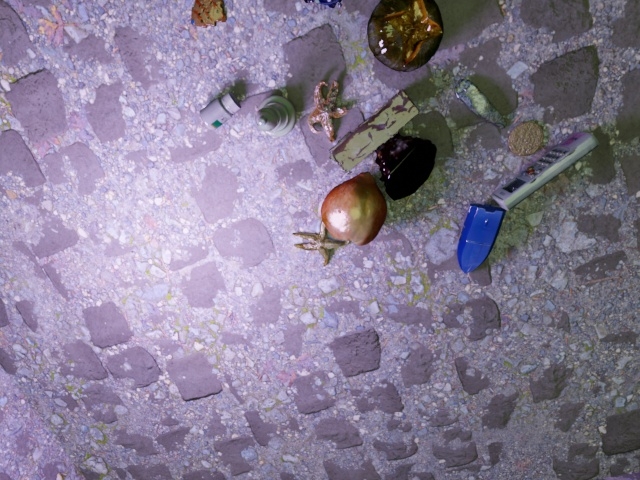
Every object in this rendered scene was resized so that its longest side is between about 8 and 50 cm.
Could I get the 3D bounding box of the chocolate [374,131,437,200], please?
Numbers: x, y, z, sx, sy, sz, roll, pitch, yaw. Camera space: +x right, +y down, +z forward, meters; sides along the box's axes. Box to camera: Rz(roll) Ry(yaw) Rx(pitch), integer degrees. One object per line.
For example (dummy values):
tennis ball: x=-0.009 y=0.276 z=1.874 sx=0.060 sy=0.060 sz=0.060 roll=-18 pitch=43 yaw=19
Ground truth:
chocolate: x=0.268 y=-0.281 z=1.402 sx=0.224 sy=0.206 sz=0.177 roll=-46 pitch=56 yaw=8

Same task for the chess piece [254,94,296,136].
chess piece: x=-0.162 y=-0.395 z=1.303 sx=0.138 sy=0.272 sz=0.139 roll=2 pitch=110 yaw=5

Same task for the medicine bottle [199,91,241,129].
medicine bottle: x=-0.346 y=-0.450 z=1.399 sx=0.130 sy=0.080 sz=0.080 roll=-30 pitch=105 yaw=14

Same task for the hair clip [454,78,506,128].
hair clip: x=0.542 y=-0.452 z=1.352 sx=0.229 sy=0.036 sz=0.066 roll=38 pitch=115 yaw=-9

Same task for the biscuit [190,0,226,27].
biscuit: x=-0.375 y=-0.752 z=1.325 sx=0.129 sy=0.019 sz=0.120 roll=-34 pitch=104 yaw=15

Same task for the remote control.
remote control: x=0.746 y=-0.234 z=1.358 sx=0.344 sy=0.145 sz=0.050 roll=-40 pitch=98 yaw=15

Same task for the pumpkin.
pumpkin: x=0.258 y=-0.645 z=1.241 sx=0.237 sy=0.159 sz=0.238 roll=-5 pitch=107 yaw=-17

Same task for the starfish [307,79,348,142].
starfish: x=0.025 y=-0.445 z=1.399 sx=0.150 sy=0.053 sz=0.210 roll=-3 pitch=114 yaw=19

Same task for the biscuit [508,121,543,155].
biscuit: x=0.706 y=-0.348 z=1.387 sx=0.120 sy=0.015 sz=0.120 roll=1 pitch=109 yaw=4

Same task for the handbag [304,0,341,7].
handbag: x=0.017 y=-0.853 z=1.210 sx=0.161 sy=0.113 sz=0.261 roll=1 pitch=103 yaw=-3

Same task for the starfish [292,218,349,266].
starfish: x=0.000 y=0.000 z=1.559 sx=0.223 sy=0.050 sz=0.217 roll=1 pitch=102 yaw=-1

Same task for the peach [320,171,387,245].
peach: x=0.124 y=-0.118 z=1.412 sx=0.232 sy=0.232 sz=0.257 roll=13 pitch=101 yaw=0

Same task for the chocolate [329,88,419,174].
chocolate: x=0.173 y=-0.370 z=1.373 sx=0.321 sy=0.112 sz=0.112 roll=-39 pitch=104 yaw=15

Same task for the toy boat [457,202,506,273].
toy boat: x=0.575 y=0.000 z=1.491 sx=0.129 sy=0.088 sz=0.296 roll=10 pitch=122 yaw=6
